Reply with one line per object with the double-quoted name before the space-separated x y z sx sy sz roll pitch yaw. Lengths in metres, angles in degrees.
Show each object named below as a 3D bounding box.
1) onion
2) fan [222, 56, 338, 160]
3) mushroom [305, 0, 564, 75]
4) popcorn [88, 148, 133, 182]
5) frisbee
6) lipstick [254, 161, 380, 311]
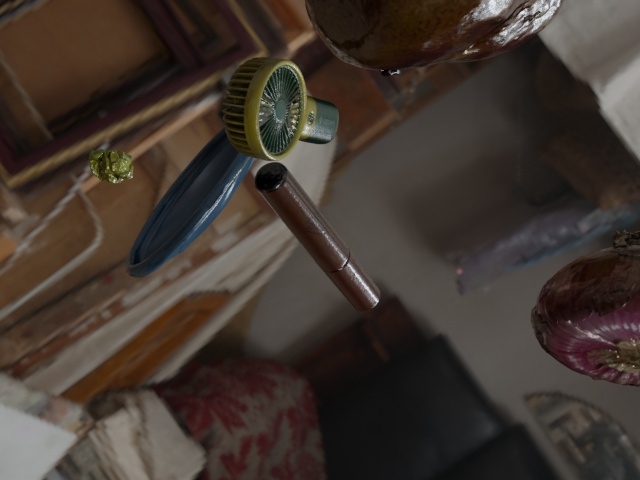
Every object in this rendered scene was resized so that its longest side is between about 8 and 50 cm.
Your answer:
"onion" 0.355 0.069 1.383 0.230 0.230 0.163 42 40 -50
"fan" -0.030 -0.104 1.000 0.039 0.082 0.155 11 2 27
"mushroom" 0.133 -0.340 1.435 0.345 0.345 0.260 13 58 -76
"popcorn" -0.369 -0.131 2.118 0.083 0.060 0.068 13 -2 -15
"frisbee" -0.154 -0.057 1.602 0.049 0.289 0.289 39 14 -16
"lipstick" 0.000 0.000 1.835 0.357 0.057 0.057 53 7 -48
